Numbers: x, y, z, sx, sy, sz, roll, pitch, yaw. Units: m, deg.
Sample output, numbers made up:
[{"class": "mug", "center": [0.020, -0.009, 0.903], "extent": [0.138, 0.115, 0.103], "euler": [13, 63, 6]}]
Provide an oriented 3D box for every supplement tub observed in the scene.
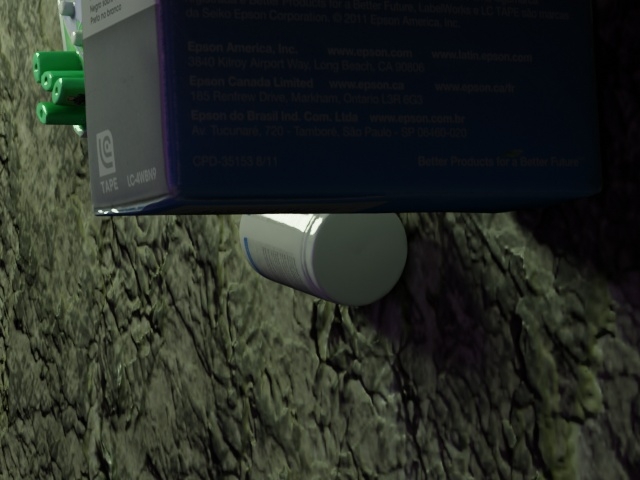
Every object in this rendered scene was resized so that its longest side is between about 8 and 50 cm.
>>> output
[{"class": "supplement tub", "center": [0.000, 0.000, 1.170], "extent": [0.107, 0.071, 0.071], "euler": [19, 108, 60]}]

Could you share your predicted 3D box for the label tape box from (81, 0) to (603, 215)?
[{"class": "label tape box", "center": [0.006, -0.187, 0.958], "extent": [0.115, 0.249, 0.348], "euler": [-13, 80, 61]}]

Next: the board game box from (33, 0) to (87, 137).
[{"class": "board game box", "center": [-0.171, -0.328, 1.502], "extent": [0.390, 0.050, 0.390], "euler": [-33, 62, 58]}]
